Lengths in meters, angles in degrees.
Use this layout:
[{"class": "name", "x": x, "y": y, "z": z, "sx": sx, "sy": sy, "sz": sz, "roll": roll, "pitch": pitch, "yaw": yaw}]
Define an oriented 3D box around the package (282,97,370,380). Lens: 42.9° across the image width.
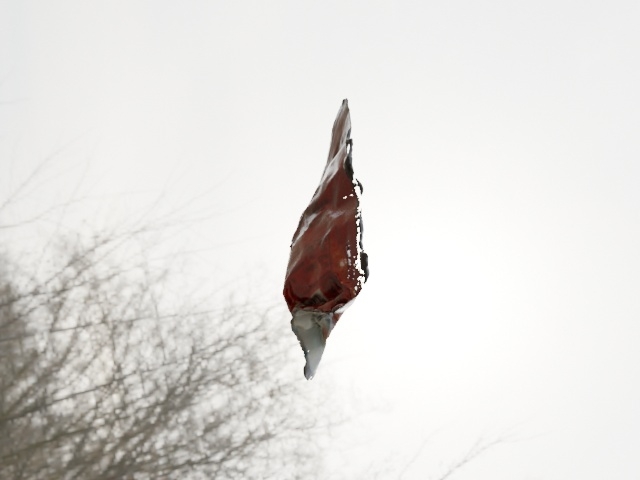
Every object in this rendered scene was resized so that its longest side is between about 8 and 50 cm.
[{"class": "package", "x": 0.000, "y": 0.000, "z": 0.827, "sx": 0.194, "sy": 0.071, "sz": 0.269, "roll": -55, "pitch": -150, "yaw": 39}]
